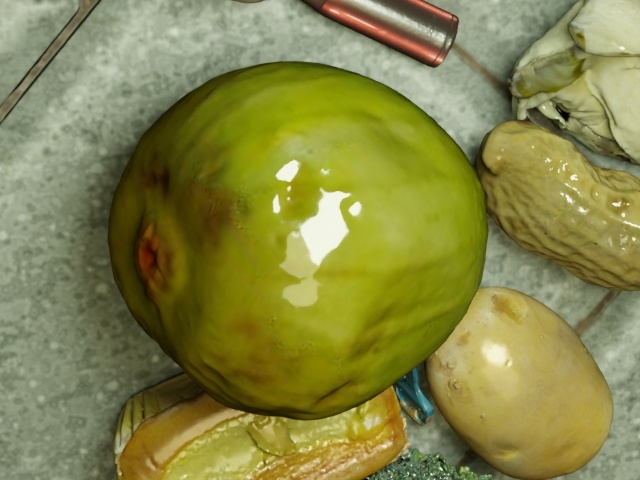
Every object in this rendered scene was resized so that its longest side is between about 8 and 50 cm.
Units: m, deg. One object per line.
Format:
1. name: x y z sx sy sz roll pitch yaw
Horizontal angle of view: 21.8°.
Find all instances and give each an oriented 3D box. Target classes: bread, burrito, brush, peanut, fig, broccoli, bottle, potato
1. bread: -0.063 0.194 1.654 0.288 0.119 0.152 -21 112 -4
2. burrito: 0.347 -0.151 1.610 0.332 0.190 0.135 19 69 -17
3. brush: 0.090 0.136 1.654 0.014 0.051 0.164 -38 150 -18
4. peanut: 0.246 -0.031 1.603 0.233 0.197 0.110 27 84 -14
5. fig: -0.007 -0.009 1.508 0.343 0.343 0.343 -3 106 -9
6. broccoli: 0.112 0.289 1.714 0.167 0.154 0.160 -38 148 2
7. bottle: 0.049 -0.222 1.582 0.164 0.060 0.060 23 101 -14
8. potato: 0.199 0.152 1.682 0.150 0.146 0.234 -33 112 31

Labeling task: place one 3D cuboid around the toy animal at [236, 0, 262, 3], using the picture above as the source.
1. toy animal: -0.168 -0.341 1.446 0.247 0.345 0.277 -10 87 27
